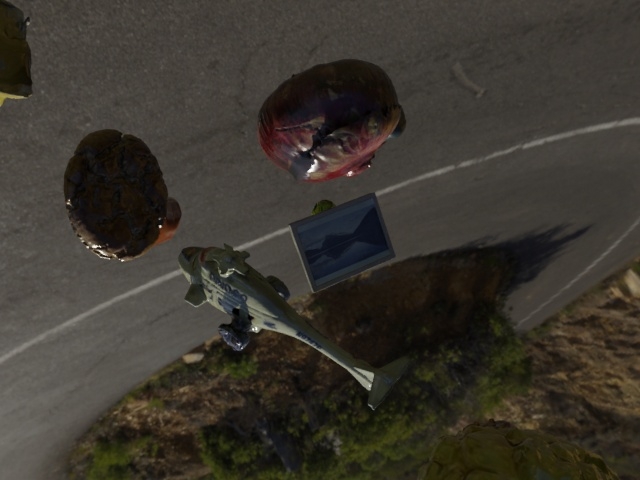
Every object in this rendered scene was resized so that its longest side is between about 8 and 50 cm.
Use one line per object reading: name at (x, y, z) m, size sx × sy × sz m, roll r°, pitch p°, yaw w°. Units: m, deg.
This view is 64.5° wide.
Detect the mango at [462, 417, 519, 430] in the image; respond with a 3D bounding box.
mango at (0.323, 0.470, 0.929) m, size 0.201 × 0.287 × 0.152 m, roll 0°, pitch -177°, yaw 29°

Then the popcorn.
popcorn at (0.189, 0.289, 0.473) m, size 0.225 × 0.286 × 0.174 m, roll -42°, pitch -150°, yaw -28°

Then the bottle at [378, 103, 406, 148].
bottle at (0.072, -0.249, 1.168) m, size 0.271 × 0.143 × 0.156 m, roll -4°, pitch -168°, yaw 42°

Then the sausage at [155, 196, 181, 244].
sausage at (-0.404, -0.048, 1.185) m, size 0.133 × 0.133 × 0.258 m, roll -30°, pitch -176°, yaw 2°

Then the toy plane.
toy plane at (-0.046, 0.078, 0.543) m, size 0.092 × 0.286 × 0.108 m, roll -45°, pitch 157°, yaw -32°

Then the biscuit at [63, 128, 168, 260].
biscuit at (-0.334, -0.075, 0.857) m, size 0.042 × 0.226 × 0.226 m, roll 1°, pitch 172°, yaw 25°

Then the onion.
onion at (0.017, -0.194, 0.851) m, size 0.246 × 0.190 × 0.246 m, roll -27°, pitch 180°, yaw 0°

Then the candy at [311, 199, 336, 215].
candy at (0.000, 0.000, 1.074) m, size 0.058 × 0.194 × 0.062 m, roll 7°, pitch 153°, yaw 5°

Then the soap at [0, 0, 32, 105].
soap at (-0.478, -0.253, 0.616) m, size 0.076 × 0.135 × 0.233 m, roll -6°, pitch 179°, yaw 24°

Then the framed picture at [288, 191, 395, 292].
framed picture at (0.048, 0.002, 1.044) m, size 0.203 × 0.150 × 0.015 m, roll -21°, pitch -173°, yaw -21°
